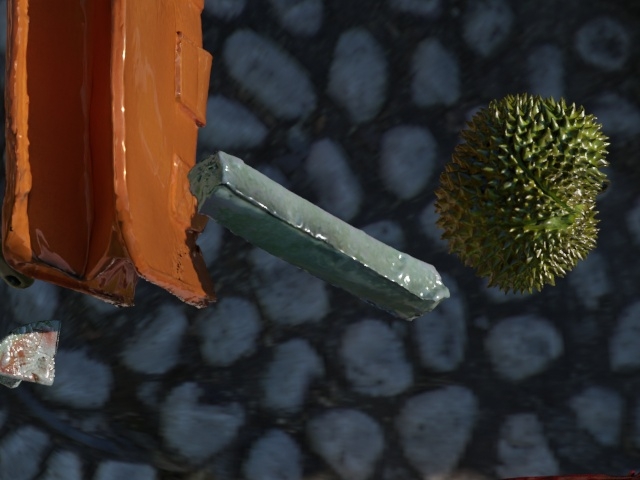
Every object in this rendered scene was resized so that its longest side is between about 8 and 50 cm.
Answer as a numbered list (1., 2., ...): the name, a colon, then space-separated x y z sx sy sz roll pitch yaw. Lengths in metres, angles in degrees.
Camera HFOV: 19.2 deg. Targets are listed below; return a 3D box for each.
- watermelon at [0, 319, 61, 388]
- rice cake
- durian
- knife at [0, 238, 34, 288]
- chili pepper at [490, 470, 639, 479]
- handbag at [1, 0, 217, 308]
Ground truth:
1. watermelon: -0.257 0.111 1.656 0.085 0.085 0.061 -42 72 -11
2. rice cake: 0.000 0.000 1.266 0.211 0.043 0.034 29 50 -33
3. durian: 0.174 -0.052 1.636 0.146 0.159 0.198 10 52 10
4. knife: -0.365 -0.046 1.715 0.061 0.343 0.027 -7 54 23
5. chili pepper: 0.166 0.155 0.769 0.387 0.110 0.110 7 82 29
6. handbag: -0.171 -0.158 1.600 0.116 0.303 0.410 -2 81 11
